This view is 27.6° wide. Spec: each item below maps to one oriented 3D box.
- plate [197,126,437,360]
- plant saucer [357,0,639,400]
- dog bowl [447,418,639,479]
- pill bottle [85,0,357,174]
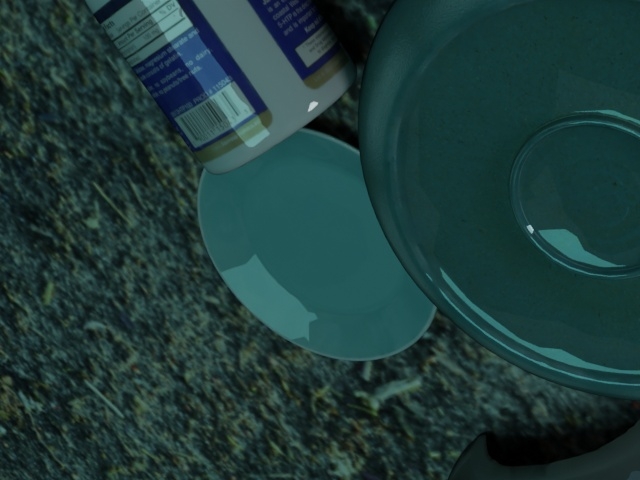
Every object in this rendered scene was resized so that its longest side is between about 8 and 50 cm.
[{"bbox_3d":[0.000,0.000,0.886,0.188,0.024,0.188,18,130,22],"label":"plate"},{"bbox_3d":[0.158,-0.030,0.724,0.318,0.044,0.317,15,127,21],"label":"plant saucer"},{"bbox_3d":[0.219,0.278,0.889,0.349,0.102,0.349,18,130,23],"label":"dog bowl"},{"bbox_3d":[-0.073,-0.143,0.766,0.112,0.112,0.186,-23,107,43],"label":"pill bottle"}]
